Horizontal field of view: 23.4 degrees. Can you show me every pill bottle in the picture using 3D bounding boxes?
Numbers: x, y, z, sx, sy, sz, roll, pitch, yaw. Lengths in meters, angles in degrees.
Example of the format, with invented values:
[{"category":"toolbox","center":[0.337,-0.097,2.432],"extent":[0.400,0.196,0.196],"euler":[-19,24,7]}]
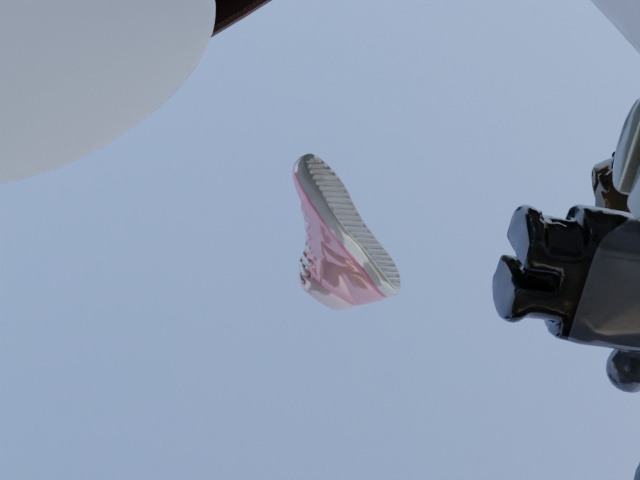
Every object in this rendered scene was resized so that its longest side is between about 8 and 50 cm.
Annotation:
[{"category":"pill bottle","center":[-0.221,-0.238,0.817],"extent":[0.224,0.224,0.392],"euler":[-21,-112,-20]}]

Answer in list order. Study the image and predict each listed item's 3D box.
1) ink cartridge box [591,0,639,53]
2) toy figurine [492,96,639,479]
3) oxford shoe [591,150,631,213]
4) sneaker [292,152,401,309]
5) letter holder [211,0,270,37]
[{"category":"ink cartridge box","center":[0.134,-0.094,0.333],"extent":[0.097,0.189,0.255],"euler":[-32,-110,-13]},{"category":"toy figurine","center":[0.160,0.061,0.582],"extent":[0.148,0.213,0.209],"euler":[9,-113,-11]},{"category":"oxford shoe","center":[0.198,-0.032,0.857],"extent":[0.096,0.227,0.083],"euler":[31,-144,15]},{"category":"sneaker","center":[0.000,0.000,1.181],"extent":[0.070,0.134,0.051],"euler":[-23,-153,24]},{"category":"letter holder","center":[-0.180,-0.315,1.599],"extent":[0.302,0.152,0.214],"euler":[-28,-121,7]}]
